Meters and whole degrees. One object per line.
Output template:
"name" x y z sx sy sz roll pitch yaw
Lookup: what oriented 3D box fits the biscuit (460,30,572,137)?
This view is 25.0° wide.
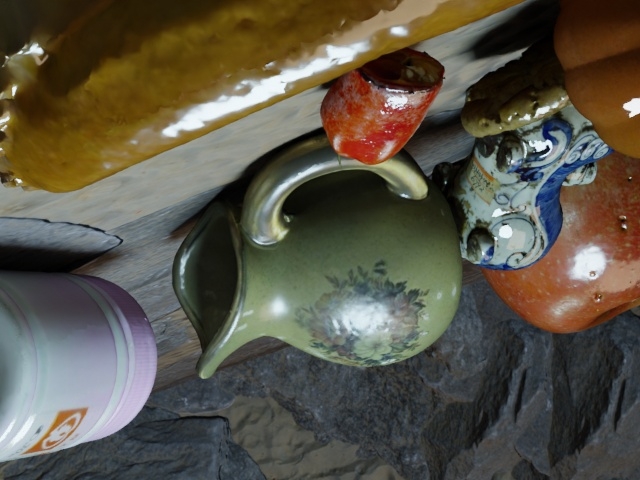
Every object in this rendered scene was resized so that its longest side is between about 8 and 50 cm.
"biscuit" 0.233 -0.171 1.394 0.226 0.042 0.226 -30 -167 8

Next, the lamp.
"lamp" 0.298 -0.169 1.199 0.223 0.223 0.196 -17 -176 -26

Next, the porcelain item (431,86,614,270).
"porcelain item" 0.244 -0.087 1.636 0.186 0.138 0.288 -10 142 -22

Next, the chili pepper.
"chili pepper" 0.045 -0.115 1.339 0.084 0.086 0.192 -49 176 -31

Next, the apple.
"apple" 0.364 -0.042 1.884 0.348 0.277 0.348 -19 168 -4

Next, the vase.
"vase" 0.000 0.000 1.615 0.302 0.241 0.329 -6 139 -14

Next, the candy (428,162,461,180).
"candy" 0.196 -0.082 2.014 0.103 0.043 0.103 -19 169 -4

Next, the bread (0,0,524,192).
"bread" -0.021 -0.146 0.708 0.389 0.183 0.236 -27 172 28

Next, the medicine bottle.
"medicine bottle" -0.326 0.132 1.550 0.202 0.202 0.316 -24 170 16
